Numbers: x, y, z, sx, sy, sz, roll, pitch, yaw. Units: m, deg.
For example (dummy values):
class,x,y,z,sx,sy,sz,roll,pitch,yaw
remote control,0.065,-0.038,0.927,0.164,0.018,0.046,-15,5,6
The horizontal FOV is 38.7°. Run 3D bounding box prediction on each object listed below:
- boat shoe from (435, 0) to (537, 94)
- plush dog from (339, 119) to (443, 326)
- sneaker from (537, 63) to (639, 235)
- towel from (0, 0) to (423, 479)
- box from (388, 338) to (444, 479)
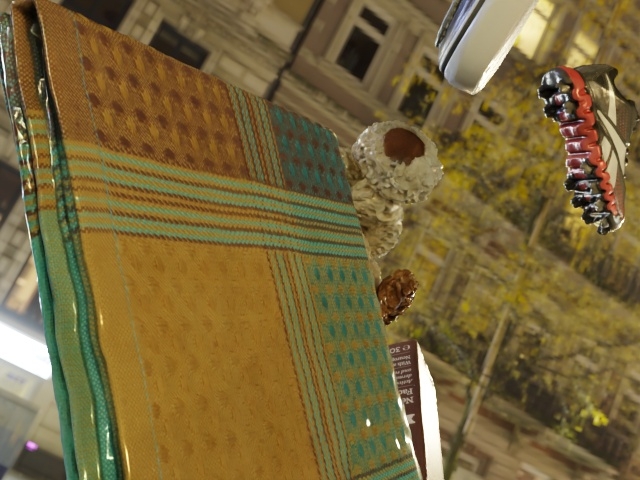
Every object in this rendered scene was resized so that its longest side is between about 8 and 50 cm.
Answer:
class,x,y,z,sx,sy,sz,roll,pitch,yaw
boat shoe,0.157,-0.286,0.745,0.119,0.335,0.121,25,-3,4
plush dog,0.000,0.000,1.029,0.262,0.226,0.211,6,-24,9
sneaker,0.440,-0.150,1.416,0.097,0.135,0.276,-164,-126,-72
towel,-0.019,0.098,0.413,0.040,0.370,0.271,-19,-14,23
box,0.074,0.336,1.312,0.191,0.381,0.143,-14,-51,12
